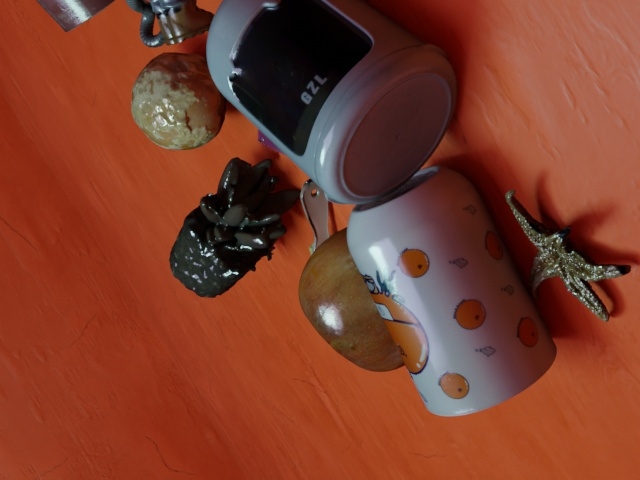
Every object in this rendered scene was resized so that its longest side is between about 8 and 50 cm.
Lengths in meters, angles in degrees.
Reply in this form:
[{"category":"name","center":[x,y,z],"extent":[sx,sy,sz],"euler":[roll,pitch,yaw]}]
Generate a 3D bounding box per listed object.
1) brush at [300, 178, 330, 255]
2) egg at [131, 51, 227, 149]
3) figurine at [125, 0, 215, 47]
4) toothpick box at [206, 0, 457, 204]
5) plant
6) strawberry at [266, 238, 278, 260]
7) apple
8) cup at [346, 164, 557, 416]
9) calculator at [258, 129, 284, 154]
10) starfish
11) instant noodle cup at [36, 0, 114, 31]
[{"category":"brush","center":[-0.002,0.000,1.841],"extent":[0.067,0.072,0.313],"euler":[52,160,48]},{"category":"egg","center":[-0.277,-0.275,1.863],"extent":[0.195,0.195,0.233],"euler":[65,176,-20]},{"category":"figurine","center":[-0.258,-0.518,1.526],"extent":[0.261,0.186,0.382],"euler":[6,122,55]},{"category":"toothpick box","center":[-0.002,-0.237,1.332],"extent":[0.354,0.263,0.263],"euler":[43,154,30]},{"category":"plant","center":[-0.173,-0.027,1.918],"extent":[0.181,0.194,0.320],"euler":[43,134,-2]},{"category":"strawberry","center":[-0.163,-0.030,2.079],"extent":[0.192,0.085,0.140],"euler":[11,122,46]},{"category":"apple","center":[0.095,0.089,1.575],"extent":[0.253,0.253,0.253],"euler":[44,154,28]},{"category":"cup","center":[0.181,0.062,1.375],"extent":[0.317,0.212,0.212],"euler":[63,156,-10]},{"category":"calculator","center":[-0.011,-0.167,1.556],"extent":[0.190,0.034,0.127],"euler":[18,151,3]},{"category":"starfish","center":[0.314,0.024,1.258],"extent":[0.213,0.057,0.238],"euler":[47,167,9]},{"category":"instant noodle cup","center":[-0.500,-0.549,1.930],"extent":[0.178,0.235,0.235],"euler":[55,159,-21]}]
